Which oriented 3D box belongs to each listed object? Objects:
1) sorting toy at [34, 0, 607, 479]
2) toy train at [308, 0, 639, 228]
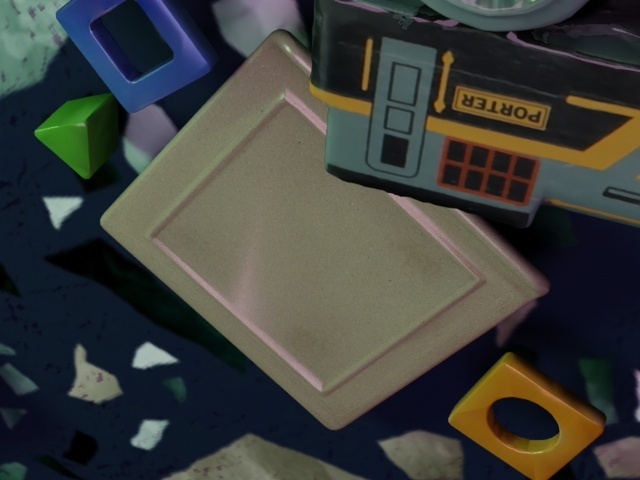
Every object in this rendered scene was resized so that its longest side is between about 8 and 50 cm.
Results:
[{"bbox_3d":[0.000,0.000,0.623,0.347,0.047,0.196,43,134,-8],"label":"sorting toy"},{"bbox_3d":[0.148,-0.078,0.440,0.333,0.142,0.190,13,141,7],"label":"toy train"}]
